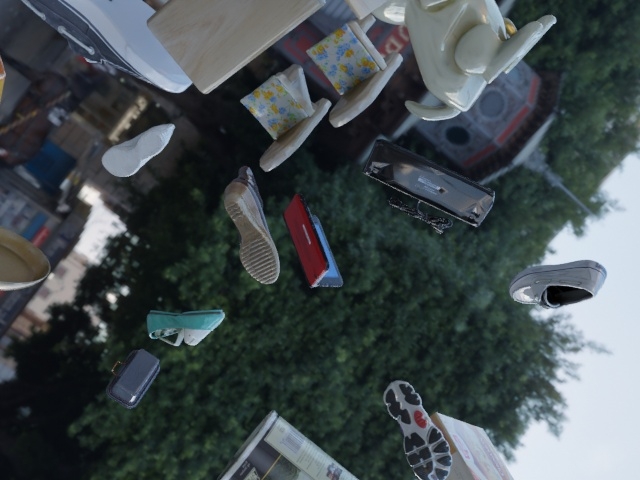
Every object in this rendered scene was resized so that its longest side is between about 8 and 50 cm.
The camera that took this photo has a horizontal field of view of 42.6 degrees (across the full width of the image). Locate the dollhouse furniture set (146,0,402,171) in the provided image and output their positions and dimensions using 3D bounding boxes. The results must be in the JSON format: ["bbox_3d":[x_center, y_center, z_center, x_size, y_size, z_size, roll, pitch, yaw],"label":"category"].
[{"bbox_3d":[-0.060,-0.287,0.909,0.394,0.362,0.256,-27,-161,38],"label":"dollhouse furniture set"}]

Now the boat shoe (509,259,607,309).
[{"bbox_3d":[0.534,0.116,1.888,0.268,0.096,0.088,-14,-144,51],"label":"boat shoe"}]

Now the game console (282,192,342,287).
[{"bbox_3d":[0.000,0.000,1.397,0.085,0.144,0.124,-13,160,-26],"label":"game console"}]

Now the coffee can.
[{"bbox_3d":[-0.053,0.512,1.684,0.201,0.275,0.201,-51,178,-3],"label":"coffee can"}]

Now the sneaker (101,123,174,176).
[{"bbox_3d":[-0.433,-0.222,1.984,0.212,0.080,0.094,-20,-159,31],"label":"sneaker"}]

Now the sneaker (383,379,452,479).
[{"bbox_3d":[0.158,0.300,1.304,0.068,0.169,0.071,-23,168,7],"label":"sneaker"}]

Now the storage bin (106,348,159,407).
[{"bbox_3d":[-0.449,0.320,1.974,0.135,0.098,0.091,-58,-174,-29],"label":"storage bin"}]

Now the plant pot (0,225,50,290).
[{"bbox_3d":[-0.569,0.021,1.359,0.032,0.236,0.236,-63,-165,13],"label":"plant pot"}]

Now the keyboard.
[{"bbox_3d":[0.252,-0.120,1.993,0.033,0.317,0.201,-62,177,-41],"label":"keyboard"}]

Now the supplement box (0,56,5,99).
[{"bbox_3d":[-0.696,-0.320,1.674,0.078,0.080,0.233,-15,172,-28],"label":"supplement box"}]

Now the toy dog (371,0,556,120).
[{"bbox_3d":[0.274,-0.521,1.883,0.395,0.408,0.284,-47,175,39],"label":"toy dog"}]

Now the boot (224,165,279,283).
[{"bbox_3d":[-0.150,-0.041,1.960,0.090,0.248,0.207,-18,-158,13],"label":"boot"}]

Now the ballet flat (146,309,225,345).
[{"bbox_3d":[-0.326,0.212,1.989,0.247,0.083,0.087,-5,-101,37],"label":"ballet flat"}]

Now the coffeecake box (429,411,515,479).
[{"bbox_3d":[0.259,0.395,1.459,0.068,0.185,0.142,-42,-129,17],"label":"coffeecake box"}]

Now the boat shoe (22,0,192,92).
[{"bbox_3d":[-0.318,-0.305,1.181,0.102,0.301,0.108,-43,-165,39],"label":"boat shoe"}]
